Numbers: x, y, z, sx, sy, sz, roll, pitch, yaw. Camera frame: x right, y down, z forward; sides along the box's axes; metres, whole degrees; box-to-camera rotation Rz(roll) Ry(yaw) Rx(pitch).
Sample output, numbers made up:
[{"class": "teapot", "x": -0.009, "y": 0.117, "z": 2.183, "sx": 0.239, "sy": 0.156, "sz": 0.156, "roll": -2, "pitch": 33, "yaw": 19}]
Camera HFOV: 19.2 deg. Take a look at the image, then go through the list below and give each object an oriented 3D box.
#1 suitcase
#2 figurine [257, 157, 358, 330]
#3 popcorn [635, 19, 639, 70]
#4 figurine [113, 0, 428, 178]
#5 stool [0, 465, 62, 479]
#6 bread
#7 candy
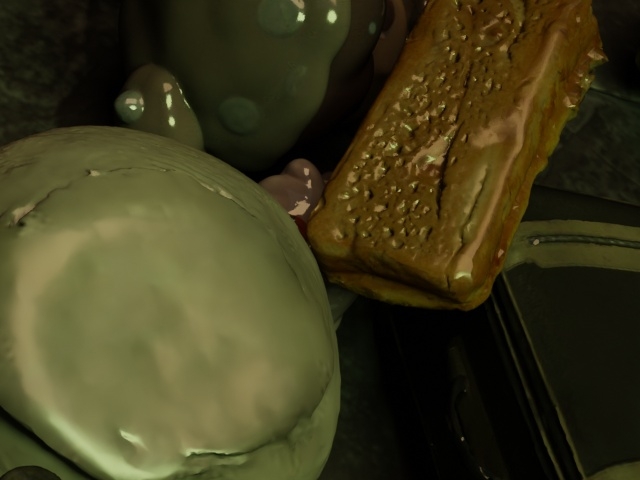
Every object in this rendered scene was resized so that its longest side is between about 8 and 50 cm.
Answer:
[{"class": "suitcase", "x": 0.217, "y": 0.145, "z": 1.272, "sx": 0.283, "sy": 0.194, "sz": 0.434, "roll": 10, "pitch": 40, "yaw": -25}, {"class": "figurine", "x": 0.000, "y": 0.000, "z": 1.355, "sx": 0.112, "sy": 0.137, "sz": 0.229, "roll": 17, "pitch": 31, "yaw": 29}, {"class": "popcorn", "x": 0.442, "y": -0.186, "z": 1.692, "sx": 0.279, "sy": 0.274, "sz": 0.335, "roll": 28, "pitch": 26, "yaw": 36}, {"class": "figurine", "x": -0.003, "y": -0.163, "z": 1.430, "sx": 0.203, "sy": 0.248, "sz": 0.381, "roll": 39, "pitch": 26, "yaw": 29}, {"class": "stool", "x": -0.242, "y": 0.225, "z": 0.925, "sx": 0.272, "sy": 0.178, "sz": 0.272, "roll": 17, "pitch": 59, "yaw": -31}, {"class": "bread", "x": 0.099, "y": -0.072, "z": 1.276, "sx": 0.139, "sy": 0.077, "sz": 0.271, "roll": 15, "pitch": 58, "yaw": 18}, {"class": "candy", "x": -0.126, "y": 0.062, "z": 1.166, "sx": 0.295, "sy": 0.185, "sz": 0.295, "roll": 13, "pitch": 61, "yaw": -26}]
